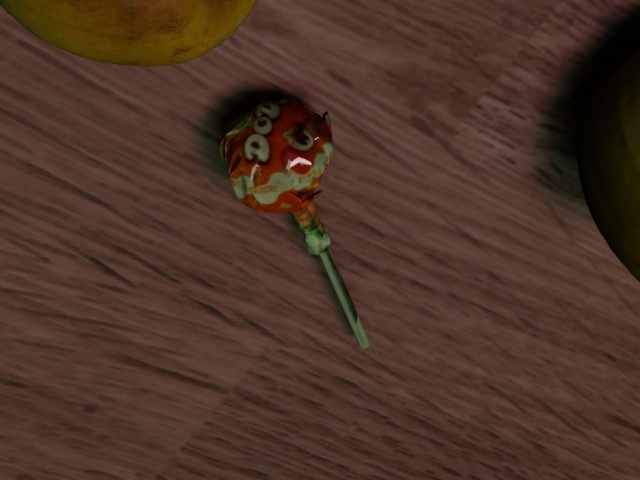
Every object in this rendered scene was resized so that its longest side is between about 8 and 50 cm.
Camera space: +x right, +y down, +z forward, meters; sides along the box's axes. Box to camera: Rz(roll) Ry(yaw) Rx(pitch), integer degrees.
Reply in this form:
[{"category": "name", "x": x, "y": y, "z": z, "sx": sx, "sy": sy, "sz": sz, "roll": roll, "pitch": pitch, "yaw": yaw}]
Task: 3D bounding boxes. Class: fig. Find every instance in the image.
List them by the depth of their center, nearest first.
[{"category": "fig", "x": 0.303, "y": -0.050, "z": 1.002, "sx": 0.203, "sy": 0.225, "sz": 0.203, "roll": 0, "pitch": 150, "yaw": 0}]

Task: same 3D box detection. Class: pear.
[{"category": "pear", "x": -0.113, "y": -0.195, "z": 0.766, "sx": 0.200, "sy": 0.200, "sz": 0.200, "roll": -9, "pitch": 131, "yaw": -11}]

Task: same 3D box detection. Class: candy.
[{"category": "candy", "x": 0.001, "y": -0.001, "z": 1.046, "sx": 0.084, "sy": 0.078, "sz": 0.288, "roll": -11, "pitch": 138, "yaw": 14}]
